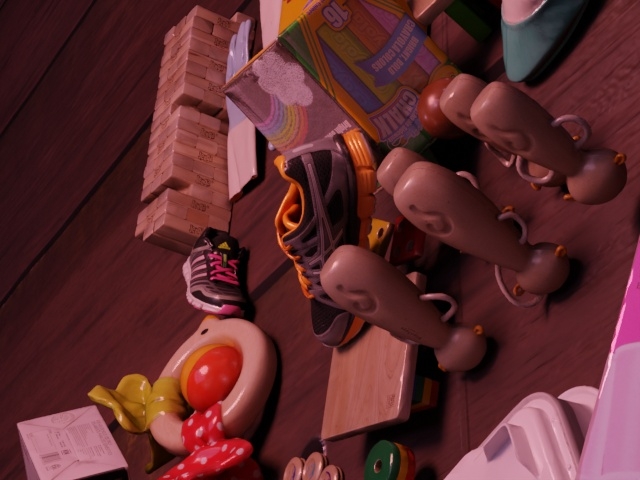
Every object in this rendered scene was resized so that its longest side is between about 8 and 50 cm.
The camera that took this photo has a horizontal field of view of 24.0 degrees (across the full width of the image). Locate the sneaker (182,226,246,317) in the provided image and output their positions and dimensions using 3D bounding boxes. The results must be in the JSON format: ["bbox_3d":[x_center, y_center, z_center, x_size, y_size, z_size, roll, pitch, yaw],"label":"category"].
[{"bbox_3d":[-0.118,0.033,1.732,0.170,0.063,0.074,-123,50,-65],"label":"sneaker"}]

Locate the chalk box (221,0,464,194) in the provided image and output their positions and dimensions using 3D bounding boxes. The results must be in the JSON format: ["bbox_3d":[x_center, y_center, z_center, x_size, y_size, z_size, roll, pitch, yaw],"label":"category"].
[{"bbox_3d":[0.043,-0.121,1.388,0.132,0.213,0.132,-48,9,-31],"label":"chalk box"}]

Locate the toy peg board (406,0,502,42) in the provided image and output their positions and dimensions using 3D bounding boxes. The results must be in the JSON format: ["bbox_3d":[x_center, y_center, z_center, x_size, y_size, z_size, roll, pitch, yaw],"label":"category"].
[{"bbox_3d":[0.153,-0.279,1.416,0.161,0.079,0.161,-43,34,18],"label":"toy peg board"}]

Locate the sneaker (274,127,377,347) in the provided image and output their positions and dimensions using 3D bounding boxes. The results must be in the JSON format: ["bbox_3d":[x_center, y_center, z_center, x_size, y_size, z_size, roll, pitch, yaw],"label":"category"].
[{"bbox_3d":[0.000,0.000,1.327,0.084,0.083,0.214,-117,24,-58],"label":"sneaker"}]

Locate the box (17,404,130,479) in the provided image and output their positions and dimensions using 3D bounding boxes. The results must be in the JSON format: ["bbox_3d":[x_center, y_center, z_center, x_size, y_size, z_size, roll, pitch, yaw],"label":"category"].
[{"bbox_3d":[-0.242,0.341,1.584,0.169,0.087,0.289,-142,43,-64],"label":"box"}]

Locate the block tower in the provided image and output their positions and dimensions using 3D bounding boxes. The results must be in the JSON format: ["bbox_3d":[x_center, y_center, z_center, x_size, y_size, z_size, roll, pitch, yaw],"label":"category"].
[{"bbox_3d":[-0.158,-0.139,1.903,0.091,0.097,0.335,-34,42,51],"label":"block tower"}]

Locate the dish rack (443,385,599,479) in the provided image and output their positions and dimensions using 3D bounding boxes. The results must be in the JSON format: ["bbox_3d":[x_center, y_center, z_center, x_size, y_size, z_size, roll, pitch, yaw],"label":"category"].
[{"bbox_3d":[0.129,0.284,1.048,0.285,0.072,0.332,-55,28,31],"label":"dish rack"}]

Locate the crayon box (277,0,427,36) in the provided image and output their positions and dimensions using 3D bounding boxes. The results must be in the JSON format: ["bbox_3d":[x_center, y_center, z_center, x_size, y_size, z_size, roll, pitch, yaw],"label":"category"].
[{"bbox_3d":[0.036,-0.268,1.615,0.202,0.081,0.318,-34,44,52],"label":"crayon box"}]

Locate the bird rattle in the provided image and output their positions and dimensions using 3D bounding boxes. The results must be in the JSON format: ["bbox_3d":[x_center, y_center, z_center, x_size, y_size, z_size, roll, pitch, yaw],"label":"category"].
[{"bbox_3d":[-0.129,0.173,1.595,0.207,0.143,0.253,-57,26,-10],"label":"bird rattle"}]

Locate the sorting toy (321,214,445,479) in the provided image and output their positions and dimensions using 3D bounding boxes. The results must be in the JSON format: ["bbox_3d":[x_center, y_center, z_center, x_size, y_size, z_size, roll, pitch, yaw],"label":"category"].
[{"bbox_3d":[0.061,0.101,1.340,0.132,0.046,0.274,-28,49,56],"label":"sorting toy"}]

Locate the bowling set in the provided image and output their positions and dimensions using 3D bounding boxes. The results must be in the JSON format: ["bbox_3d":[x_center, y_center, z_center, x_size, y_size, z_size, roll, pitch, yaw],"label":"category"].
[{"bbox_3d":[0.142,-0.049,1.214,0.287,0.154,0.199,-46,16,44],"label":"bowling set"}]

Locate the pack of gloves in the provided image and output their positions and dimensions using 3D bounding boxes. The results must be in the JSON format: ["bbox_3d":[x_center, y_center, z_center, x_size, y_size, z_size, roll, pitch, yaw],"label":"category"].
[{"bbox_3d":[-0.059,-0.186,1.805,0.195,0.046,0.232,-40,48,56],"label":"pack of gloves"}]

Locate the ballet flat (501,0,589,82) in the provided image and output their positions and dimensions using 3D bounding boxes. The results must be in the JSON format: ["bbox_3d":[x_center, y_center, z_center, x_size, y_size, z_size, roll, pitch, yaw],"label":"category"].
[{"bbox_3d":[0.201,-0.245,1.256,0.247,0.087,0.083,-56,29,30],"label":"ballet flat"}]

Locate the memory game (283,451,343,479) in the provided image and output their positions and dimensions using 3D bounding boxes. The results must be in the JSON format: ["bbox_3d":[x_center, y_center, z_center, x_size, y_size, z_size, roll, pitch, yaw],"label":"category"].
[{"bbox_3d":[-0.024,0.290,1.420,0.186,0.012,0.186,-44,36,44],"label":"memory game"}]

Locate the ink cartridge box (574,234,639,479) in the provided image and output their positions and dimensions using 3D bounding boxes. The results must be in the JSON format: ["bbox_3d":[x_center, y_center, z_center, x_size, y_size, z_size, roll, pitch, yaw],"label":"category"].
[{"bbox_3d":[0.248,0.109,0.860,0.176,0.069,0.370,11,79,37],"label":"ink cartridge box"}]
